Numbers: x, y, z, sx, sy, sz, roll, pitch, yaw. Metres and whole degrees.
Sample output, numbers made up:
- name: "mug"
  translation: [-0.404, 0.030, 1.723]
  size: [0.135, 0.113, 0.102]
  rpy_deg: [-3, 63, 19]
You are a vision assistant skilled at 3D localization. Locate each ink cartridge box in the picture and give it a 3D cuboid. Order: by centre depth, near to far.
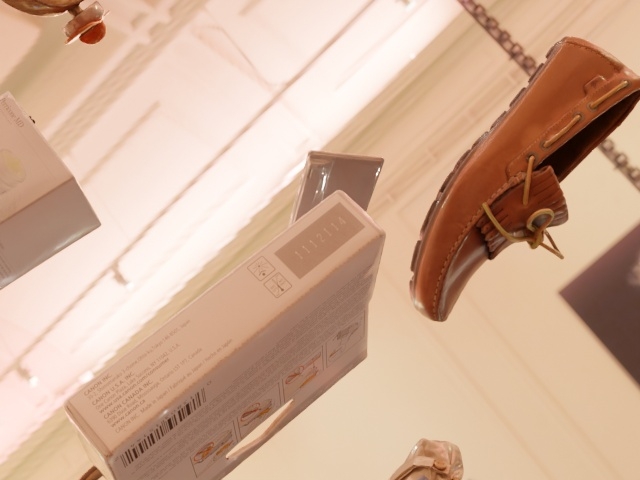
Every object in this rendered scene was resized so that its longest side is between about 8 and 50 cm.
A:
- name: "ink cartridge box"
  translation: [-0.075, 0.121, 0.958]
  size: [0.296, 0.066, 0.261]
  rpy_deg: [-38, -21, -20]

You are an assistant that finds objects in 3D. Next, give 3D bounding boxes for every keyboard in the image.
- name: "keyboard"
  translation: [0.000, 0.000, 1.062]
  size: [0.072, 0.014, 0.256]
  rpy_deg: [0, -37, -14]

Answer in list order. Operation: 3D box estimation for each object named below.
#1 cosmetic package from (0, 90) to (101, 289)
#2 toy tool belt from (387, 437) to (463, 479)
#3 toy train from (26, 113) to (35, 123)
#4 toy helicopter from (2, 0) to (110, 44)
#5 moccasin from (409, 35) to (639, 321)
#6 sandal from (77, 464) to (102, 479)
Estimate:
- name: "cosmetic package"
  translation: [-0.492, -0.067, 1.592]
  size: [0.224, 0.224, 0.138]
  rpy_deg: [-34, -32, -14]
- name: "toy tool belt"
  translation: [0.069, 0.175, 0.700]
  size: [0.052, 0.051, 0.083]
  rpy_deg: [10, -56, -20]
- name: "toy train"
  translation: [-0.539, -0.169, 1.877]
  size: [0.036, 0.027, 0.158]
  rpy_deg: [20, -43, -15]
- name: "toy helicopter"
  translation: [-0.316, -0.362, 1.432]
  size: [0.140, 0.235, 0.355]
  rpy_deg: [-30, -8, 32]
- name: "moccasin"
  translation: [0.241, -0.058, 1.235]
  size: [0.380, 0.147, 0.139]
  rpy_deg: [-50, -22, -13]
- name: "sandal"
  translation: [-0.279, 0.307, 1.460]
  size: [0.180, 0.049, 0.072]
  rpy_deg: [-46, -1, -27]
